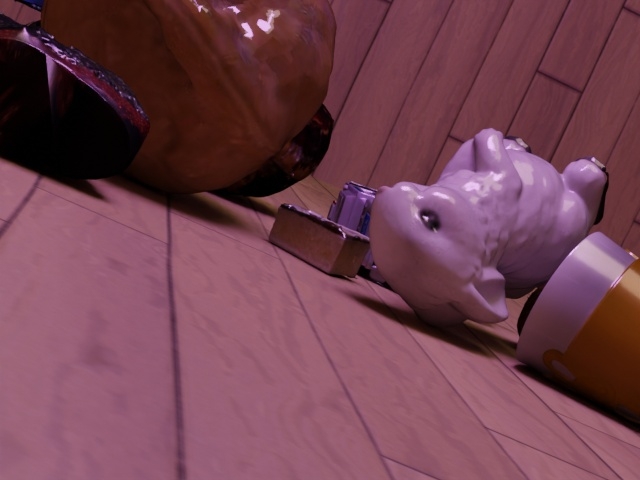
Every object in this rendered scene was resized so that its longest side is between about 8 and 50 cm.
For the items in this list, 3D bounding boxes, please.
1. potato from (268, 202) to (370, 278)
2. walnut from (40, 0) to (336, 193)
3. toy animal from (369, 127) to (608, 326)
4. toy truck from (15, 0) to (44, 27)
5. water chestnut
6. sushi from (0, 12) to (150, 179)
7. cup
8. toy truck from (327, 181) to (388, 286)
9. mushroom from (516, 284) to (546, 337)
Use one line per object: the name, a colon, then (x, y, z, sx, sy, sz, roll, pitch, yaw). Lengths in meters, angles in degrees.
potato: (-0.002, -0.001, 1.733, 0.122, 0.061, 0.086, 26, 5, 34)
walnut: (-0.164, -0.255, 1.728, 0.383, 0.384, 0.383, 25, 5, -2)
toy animal: (0.193, -0.002, 1.684, 0.194, 0.258, 0.357, 8, 23, 38)
toy truck: (-0.368, -0.268, 1.875, 0.126, 0.208, 0.113, 27, 4, 11)
water chestnut: (-0.104, -0.210, 2.083, 0.300, 0.300, 0.300, 25, 5, -2)
sushi: (-0.295, -0.148, 1.452, 0.225, 0.136, 0.126, 28, 12, -19)
cup: (0.370, 0.131, 1.651, 0.226, 0.185, 0.241, 33, -18, 24)
toy truck: (0.093, -0.010, 1.936, 0.155, 0.124, 0.268, 17, 4, -5)
mushroom: (0.379, 0.100, 1.856, 0.231, 0.138, 0.194, 2, 11, -13)
